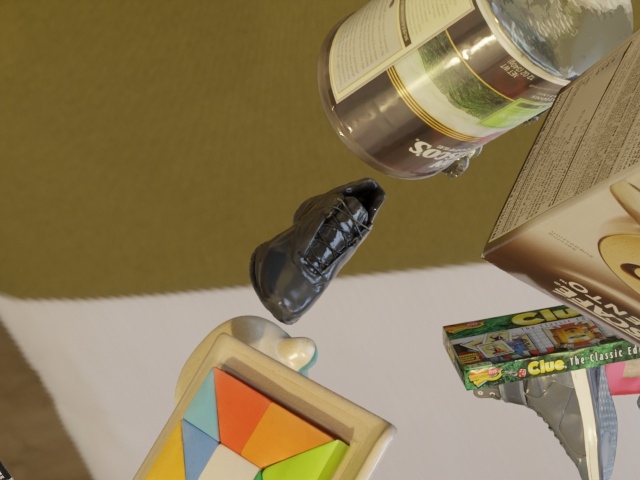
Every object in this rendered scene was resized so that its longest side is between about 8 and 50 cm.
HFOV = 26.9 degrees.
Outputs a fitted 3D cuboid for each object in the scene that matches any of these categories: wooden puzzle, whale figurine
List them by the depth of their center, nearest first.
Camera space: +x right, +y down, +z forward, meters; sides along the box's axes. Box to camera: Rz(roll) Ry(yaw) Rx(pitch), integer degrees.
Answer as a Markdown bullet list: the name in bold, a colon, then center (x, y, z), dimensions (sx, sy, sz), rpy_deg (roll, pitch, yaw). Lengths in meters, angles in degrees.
- **wooden puzzle**: center (-0.073, 0.202, 1.086), dimensions (0.238, 0.221, 0.044), rpy_deg (23, 169, 46)
- **whale figurine**: center (-0.065, 0.214, 1.644), dimensions (0.216, 0.272, 0.141), rpy_deg (-50, 130, 3)

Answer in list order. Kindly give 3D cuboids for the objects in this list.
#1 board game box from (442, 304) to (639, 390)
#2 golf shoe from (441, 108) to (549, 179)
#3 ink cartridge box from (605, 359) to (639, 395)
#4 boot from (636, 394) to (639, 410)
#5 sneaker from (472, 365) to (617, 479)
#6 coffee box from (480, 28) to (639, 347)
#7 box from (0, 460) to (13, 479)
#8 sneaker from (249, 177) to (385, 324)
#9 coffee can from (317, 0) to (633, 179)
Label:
- **board game box**: center (0.268, 0.102, 1.428), dimensions (0.259, 0.136, 0.030), rpy_deg (-10, 104, -3)
- **golf shoe**: center (0.220, -0.192, 1.691), dimensions (0.105, 0.120, 0.273), rpy_deg (42, 138, -11)
- **ink cartridge box**: center (0.516, 0.088, 1.777), dimensions (0.296, 0.066, 0.261), rpy_deg (0, 104, -31)
- **boot**: center (0.579, 0.267, 2.039), dimensions (0.190, 0.086, 0.069), rpy_deg (3, 137, -16)
- **sneaker**: center (0.281, 0.212, 1.686), dimensions (0.163, 0.086, 0.226), rpy_deg (-3, 111, 28)
- **coffee box**: center (0.207, -0.023, 0.625), dimensions (0.168, 0.119, 0.297), rpy_deg (28, 168, -3)
- **box**: center (-0.403, 0.205, 1.206), dimensions (0.184, 0.190, 0.045), rpy_deg (45, 145, 28)
- **sneaker**: center (0.000, 0.000, 1.813), dimensions (0.109, 0.286, 0.130), rpy_deg (46, 130, -13)
- **coffee can**: center (0.152, -0.202, 1.382), dimensions (0.201, 0.202, 0.275), rpy_deg (32, 148, -20)
